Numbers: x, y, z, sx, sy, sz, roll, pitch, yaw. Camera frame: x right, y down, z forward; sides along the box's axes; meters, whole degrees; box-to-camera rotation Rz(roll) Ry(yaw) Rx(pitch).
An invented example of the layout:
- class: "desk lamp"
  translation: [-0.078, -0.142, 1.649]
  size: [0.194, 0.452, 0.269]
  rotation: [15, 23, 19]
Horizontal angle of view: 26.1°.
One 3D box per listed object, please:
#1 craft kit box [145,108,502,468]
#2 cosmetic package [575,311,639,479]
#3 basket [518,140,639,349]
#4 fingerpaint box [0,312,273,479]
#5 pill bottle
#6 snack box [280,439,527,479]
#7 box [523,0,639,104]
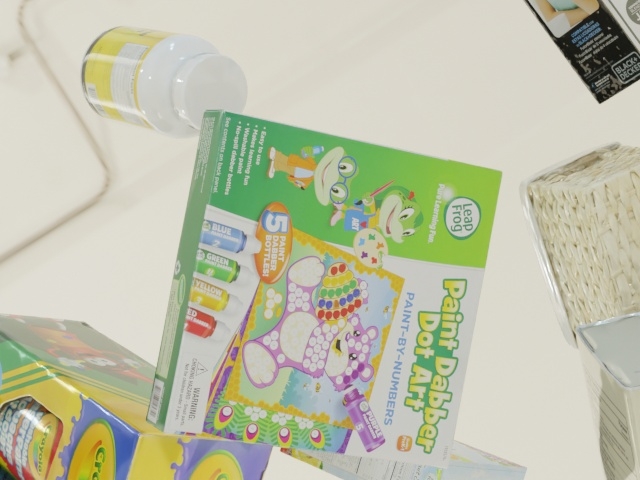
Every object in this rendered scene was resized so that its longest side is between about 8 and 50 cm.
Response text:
- class: "craft kit box"
  translation: [0.007, 0.042, 1.088]
  size: [0.061, 0.246, 0.250]
  rotation: [10, 90, 65]
- class: "cosmetic package"
  translation: [0.307, 0.211, 1.106]
  size: [0.153, 0.129, 0.296]
  rotation: [-105, 1, -73]
- class: "basket"
  translation: [0.266, 0.007, 1.218]
  size: [0.103, 0.113, 0.167]
  rotation: [7, 118, 64]
- class: "fingerpaint box"
  translation: [-0.268, 0.336, 1.370]
  size: [0.163, 0.445, 0.371]
  rotation: [11, -172, -41]
- class: "pill bottle"
  translation: [-0.154, -0.156, 1.371]
  size: [0.184, 0.103, 0.103]
  rotation: [18, 141, 49]
- class: "snack box"
  translation: [0.090, 0.238, 1.496]
  size: [0.207, 0.070, 0.174]
  rotation: [15, 179, 39]
- class: "box"
  translation: [0.234, -0.288, 1.208]
  size: [0.290, 0.169, 0.087]
  rotation: [53, 154, -2]
